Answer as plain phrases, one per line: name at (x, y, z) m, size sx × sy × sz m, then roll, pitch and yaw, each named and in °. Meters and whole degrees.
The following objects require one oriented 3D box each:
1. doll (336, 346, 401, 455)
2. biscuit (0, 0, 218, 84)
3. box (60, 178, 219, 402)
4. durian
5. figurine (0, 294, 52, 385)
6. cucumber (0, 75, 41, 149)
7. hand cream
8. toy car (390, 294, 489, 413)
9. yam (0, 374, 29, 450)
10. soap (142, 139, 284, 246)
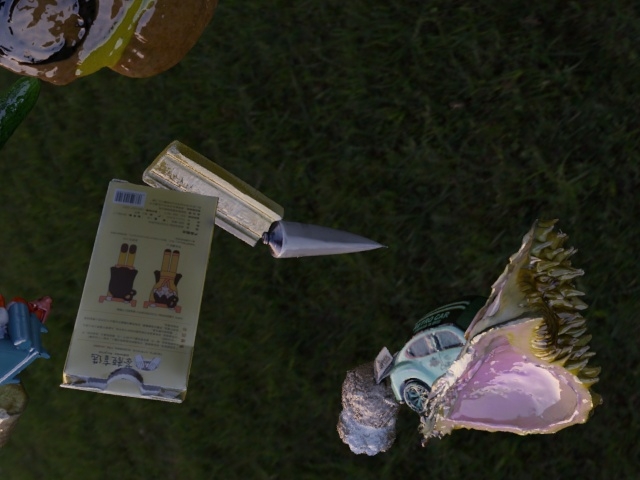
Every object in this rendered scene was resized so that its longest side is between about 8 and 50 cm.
doll at (0.087, 0.267, 1.749) m, size 0.105 × 0.115 × 0.221 m, roll 10°, pitch 124°, yaw 9°
biscuit at (-0.199, -0.221, 0.771) m, size 0.208 × 0.290 × 0.041 m, roll -59°, pitch 42°, yaw 13°
box at (-0.107, 0.030, 0.629) m, size 0.073 × 0.149 × 0.020 m, roll 10°, pitch 145°, yaw -5°
durian at (0.210, 0.083, 1.080) m, size 0.185 × 0.196 × 0.305 m, roll 9°, pitch 144°, yaw 1°
figurine at (-0.250, 0.050, 0.698) m, size 0.068 × 0.140 × 0.075 m, roll -32°, pitch 47°, yaw 24°
cucumber at (-0.334, -0.108, 1.040) m, size 0.037 × 0.155 × 0.037 m, roll 27°, pitch 157°, yaw 13°
hand cream at (0.000, 0.000, 1.514) m, size 0.087 × 0.186 × 0.054 m, roll 16°, pitch 102°, yaw 60°
toy car at (0.218, 0.144, 1.462) m, size 0.305 × 0.136 × 0.125 m, roll -27°, pitch 98°, yaw 43°
yam at (-0.401, 0.245, 1.150) m, size 0.066 × 0.066 × 0.300 m, roll 45°, pitch 127°, yaw 8°
soap at (-0.186, -0.082, 1.804) m, size 0.252 × 0.037 × 0.092 m, roll 33°, pitch 122°, yaw -29°
